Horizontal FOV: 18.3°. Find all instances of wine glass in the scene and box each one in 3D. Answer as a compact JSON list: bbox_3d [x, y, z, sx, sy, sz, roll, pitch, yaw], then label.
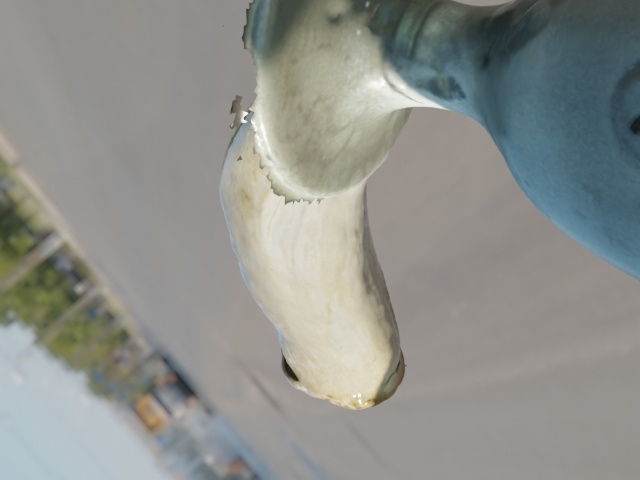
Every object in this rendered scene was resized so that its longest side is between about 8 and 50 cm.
[{"bbox_3d":[0.146,-0.069,0.911,0.357,0.190,0.190,16,156,32],"label":"wine glass"}]

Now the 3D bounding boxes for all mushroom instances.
[{"bbox_3d":[0.000,0.000,1.332,0.123,0.095,0.351,33,157,23],"label":"mushroom"}]
